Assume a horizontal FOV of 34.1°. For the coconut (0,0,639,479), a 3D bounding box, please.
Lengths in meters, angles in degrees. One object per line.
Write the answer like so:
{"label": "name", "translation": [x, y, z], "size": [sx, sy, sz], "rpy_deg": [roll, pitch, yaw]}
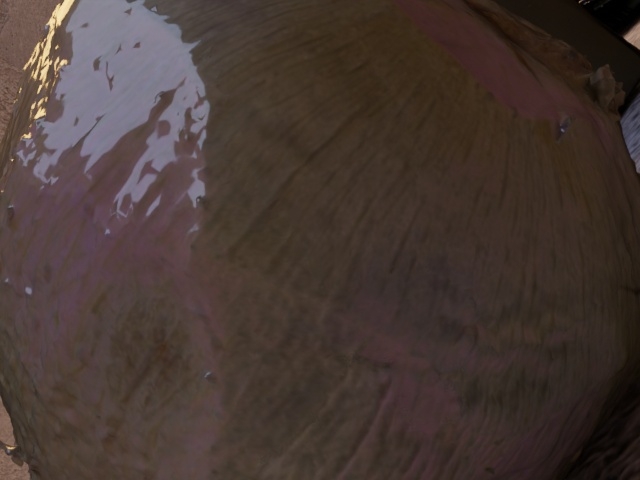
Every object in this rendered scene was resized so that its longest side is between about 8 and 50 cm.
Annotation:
{"label": "coconut", "translation": [0.000, 0.000, 0.460], "size": [0.254, 0.297, 0.297], "rpy_deg": [-52, 4, 40]}

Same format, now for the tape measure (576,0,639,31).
{"label": "tape measure", "translation": [0.280, -0.282, 1.014], "size": [0.186, 0.112, 0.199], "rpy_deg": [-44, 10, 45]}

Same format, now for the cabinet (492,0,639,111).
{"label": "cabinet", "translation": [0.055, -0.077, 0.904], "size": [0.290, 0.227, 0.318], "rpy_deg": [-54, 5, -9]}
